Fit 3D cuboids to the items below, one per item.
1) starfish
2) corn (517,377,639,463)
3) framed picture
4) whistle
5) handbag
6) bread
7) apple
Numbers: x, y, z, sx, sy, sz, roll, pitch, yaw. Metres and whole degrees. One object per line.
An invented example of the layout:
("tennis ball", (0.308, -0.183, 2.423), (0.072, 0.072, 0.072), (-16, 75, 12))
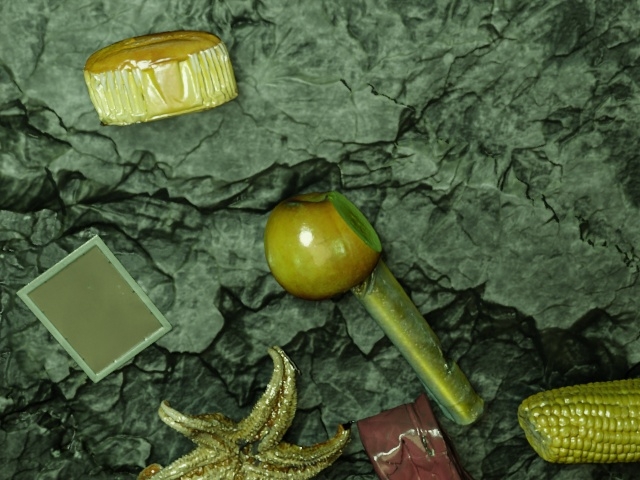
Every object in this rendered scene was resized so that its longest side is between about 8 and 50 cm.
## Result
("starfish", (-0.120, 0.298, 1.688), (0.312, 0.113, 0.303), (28, 102, -29))
("corn", (0.510, 0.289, 1.818), (0.387, 0.144, 0.144), (-6, 109, -8))
("framed picture", (-0.322, 0.099, 1.623), (0.142, 0.011, 0.183), (-36, 113, 0))
("whistle", (0.145, 0.154, 1.726), (0.068, 0.057, 0.326), (-37, 112, 1))
("handbag", (0.157, 0.355, 1.750), (0.135, 0.146, 0.225), (-25, 112, 2))
("bread", (-0.210, -0.216, 1.481), (0.190, 0.132, 0.114), (-17, 109, -10))
("apple", (0.000, 0.002, 1.597), (0.163, 0.146, 0.147), (-22, 107, -3))
